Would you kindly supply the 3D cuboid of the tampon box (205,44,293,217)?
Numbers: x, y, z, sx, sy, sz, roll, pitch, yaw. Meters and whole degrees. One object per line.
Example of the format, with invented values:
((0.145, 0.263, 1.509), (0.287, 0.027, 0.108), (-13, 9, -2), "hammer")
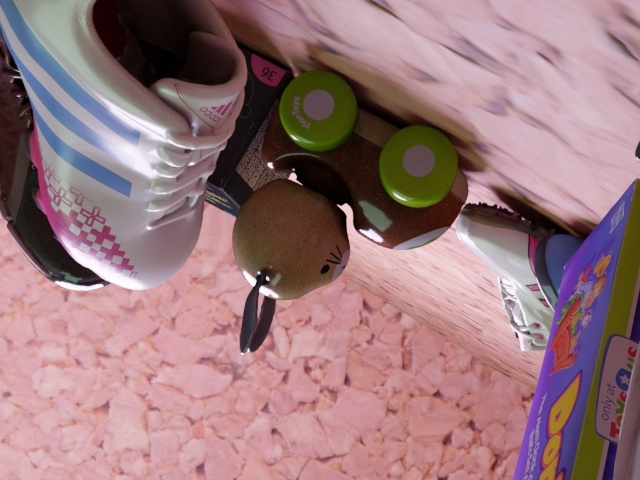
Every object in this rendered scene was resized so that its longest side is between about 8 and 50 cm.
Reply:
((-0.085, -0.092, 0.965), (0.120, 0.101, 0.161), (29, 175, 11), "tampon box")

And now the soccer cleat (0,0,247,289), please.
((-0.104, -0.067, 0.750), (0.143, 0.116, 0.331), (19, 147, 22), "soccer cleat")

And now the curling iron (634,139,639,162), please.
((0.236, 0.022, 0.475), (0.274, 0.068, 0.035), (34, -175, 38), "curling iron")

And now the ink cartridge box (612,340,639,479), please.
((0.304, 0.070, 0.248), (0.308, 0.091, 0.385), (32, 150, -23), "ink cartridge box")

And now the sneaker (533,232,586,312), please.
((0.239, 0.057, 0.855), (0.209, 0.069, 0.082), (40, 142, -13), "sneaker")

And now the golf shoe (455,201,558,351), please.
((0.166, 0.040, 0.921), (0.186, 0.086, 0.067), (34, 176, -24), "golf shoe")

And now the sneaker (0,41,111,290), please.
((-0.214, -0.105, 0.954), (0.162, 0.106, 0.282), (128, 125, -76), "sneaker")

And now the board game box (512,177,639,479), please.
((0.180, 0.166, 0.473), (0.233, 0.347, 0.078), (23, 143, -2), "board game box")

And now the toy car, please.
((0.000, 0.000, 0.870), (0.149, 0.188, 0.155), (30, 176, 7), "toy car")
